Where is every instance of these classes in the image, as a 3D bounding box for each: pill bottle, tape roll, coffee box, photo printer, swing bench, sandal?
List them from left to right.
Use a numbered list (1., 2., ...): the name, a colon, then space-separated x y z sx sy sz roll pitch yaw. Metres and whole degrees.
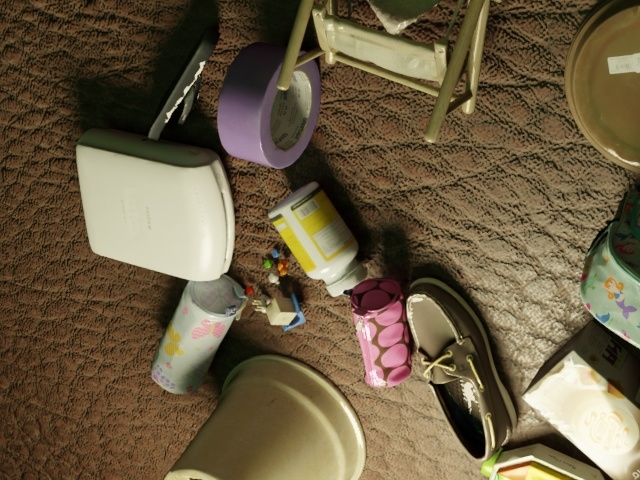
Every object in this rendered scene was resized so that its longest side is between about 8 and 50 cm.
1. photo printer: -0.297 -0.064 1.880 0.308 0.107 0.256 14 122 26
2. sandal: -0.231 -0.253 1.750 0.054 0.097 0.254 27 133 -17
3. tape roll: -0.078 -0.213 1.605 0.080 0.189 0.189 16 122 25
4. pill bottle: 0.000 0.000 1.728 0.103 0.103 0.184 -28 98 39
5. swing bench: 0.100 -0.308 1.404 0.253 0.165 0.254 23 123 19
6. coffee box: 0.461 0.266 1.583 0.246 0.098 0.141 41 130 7

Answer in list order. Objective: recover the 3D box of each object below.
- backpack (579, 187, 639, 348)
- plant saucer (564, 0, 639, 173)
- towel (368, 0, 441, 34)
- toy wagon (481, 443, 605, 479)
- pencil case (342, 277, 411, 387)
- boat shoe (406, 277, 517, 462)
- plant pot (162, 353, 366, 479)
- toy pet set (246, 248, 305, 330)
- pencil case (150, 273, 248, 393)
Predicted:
1. backpack: 0.470 0.043 1.348 0.225 0.253 0.191 31 129 11
2. plant saucer: 0.459 -0.207 1.364 0.278 0.041 0.277 16 123 26
3. towel: 0.150 -0.431 1.432 0.282 0.049 0.187 -30 96 40
4. toy wagon: 0.392 0.513 1.784 0.267 0.068 0.344 22 125 21
5. pencil case: 0.100 0.163 1.730 0.095 0.098 0.209 9 134 26
6. boat shoe: 0.226 0.218 1.708 0.117 0.097 0.324 -16 106 38
7. plant pot: -0.130 0.434 1.918 0.334 0.305 0.333 15 122 26
8. toy pet set: -0.067 0.097 1.869 0.122 0.065 0.114 -52 48 37
9. pencil case: -0.239 0.181 1.973 0.113 0.124 0.273 51 132 24
